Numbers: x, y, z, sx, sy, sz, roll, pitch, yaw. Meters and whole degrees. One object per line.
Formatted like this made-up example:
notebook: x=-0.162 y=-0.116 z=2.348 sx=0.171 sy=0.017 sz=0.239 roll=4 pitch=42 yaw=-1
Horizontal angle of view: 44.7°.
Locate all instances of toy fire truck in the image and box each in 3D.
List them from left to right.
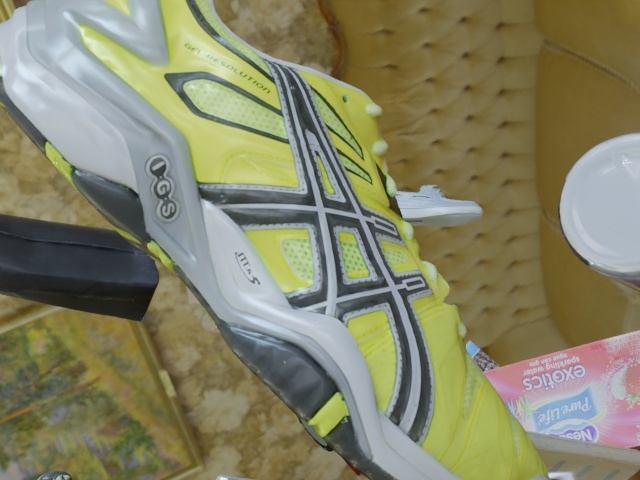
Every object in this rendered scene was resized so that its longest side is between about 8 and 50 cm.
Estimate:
toy fire truck: x=0.115 y=0.161 z=0.669 sx=0.246 sy=0.158 sz=0.217 roll=45 pitch=156 yaw=22

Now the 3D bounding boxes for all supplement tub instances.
supplement tub: x=0.511 y=-0.021 z=1.166 sx=0.338 sy=0.207 sz=0.207 roll=16 pitch=-145 yaw=-51

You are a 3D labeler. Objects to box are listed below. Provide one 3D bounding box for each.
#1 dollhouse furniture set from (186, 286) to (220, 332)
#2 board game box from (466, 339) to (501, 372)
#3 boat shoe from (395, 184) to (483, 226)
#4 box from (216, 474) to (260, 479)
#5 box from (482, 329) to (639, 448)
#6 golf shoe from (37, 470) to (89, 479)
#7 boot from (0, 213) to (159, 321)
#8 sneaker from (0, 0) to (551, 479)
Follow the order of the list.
dollhouse furniture set: x=-0.114 y=0.096 z=1.246 sx=0.151 sy=0.123 sz=0.144 roll=-18 pitch=-80 yaw=-63
board game box: x=0.338 y=0.404 z=1.640 sx=0.291 sy=0.232 sz=0.141 roll=42 pitch=157 yaw=12
boat shoe: x=0.210 y=-0.075 z=1.559 sx=0.079 sy=0.228 sz=0.081 roll=57 pitch=-146 yaw=-70
box: x=-0.046 y=0.381 z=0.906 sx=0.119 sy=0.182 sz=0.181 roll=92 pitch=-174 yaw=-68
box: x=0.355 y=0.224 z=1.081 sx=0.154 sy=0.300 sz=0.142 roll=13 pitch=-120 yaw=-58
golf shoe: x=-0.322 y=0.434 z=1.137 sx=0.273 sy=0.105 sz=0.120 roll=44 pitch=132 yaw=-17
boot: x=-0.538 y=-0.023 z=1.444 sx=0.367 sy=0.445 sz=0.146 roll=-106 pitch=31 yaw=-44
sneaker: x=0.000 y=0.000 z=0.411 sx=0.384 sy=0.147 sz=0.145 roll=47 pitch=170 yaw=-6
